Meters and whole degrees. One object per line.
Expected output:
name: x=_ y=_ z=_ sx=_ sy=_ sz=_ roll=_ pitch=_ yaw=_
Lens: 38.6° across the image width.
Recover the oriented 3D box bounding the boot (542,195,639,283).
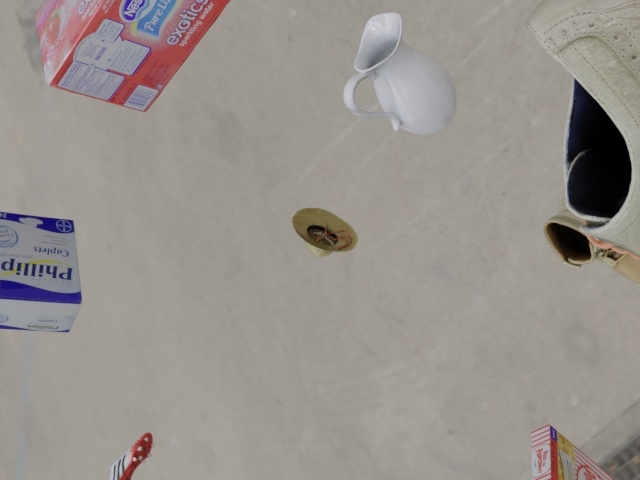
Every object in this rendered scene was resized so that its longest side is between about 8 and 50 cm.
boot: x=0.578 y=0.021 z=1.864 sx=0.262 sy=0.203 sz=0.095 roll=43 pitch=120 yaw=8

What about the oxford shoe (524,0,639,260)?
oxford shoe: x=0.232 y=-0.039 z=0.601 sx=0.397 sy=0.147 sz=0.140 roll=56 pitch=-171 yaw=-41

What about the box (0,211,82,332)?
box: x=-0.374 y=0.039 z=1.151 sx=0.072 sy=0.126 sz=0.137 roll=-53 pitch=42 yaw=40

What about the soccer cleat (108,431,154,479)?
soccer cleat: x=-0.225 y=0.259 z=1.066 sx=0.036 sy=0.083 sz=0.029 roll=10 pitch=152 yaw=33

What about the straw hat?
straw hat: x=0.000 y=0.000 z=1.900 sx=0.144 sy=0.145 sz=0.061 roll=49 pitch=134 yaw=29

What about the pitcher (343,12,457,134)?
pitcher: x=0.130 y=-0.248 z=1.529 sx=0.125 sy=0.177 sz=0.207 roll=19 pitch=163 yaw=47

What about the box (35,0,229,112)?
box: x=-0.232 y=-0.327 z=1.180 sx=0.300 sy=0.154 sz=0.142 roll=-45 pitch=51 yaw=34

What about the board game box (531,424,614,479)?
board game box: x=0.453 y=0.443 z=1.629 sx=0.193 sy=0.146 sz=0.045 roll=40 pitch=126 yaw=-20
